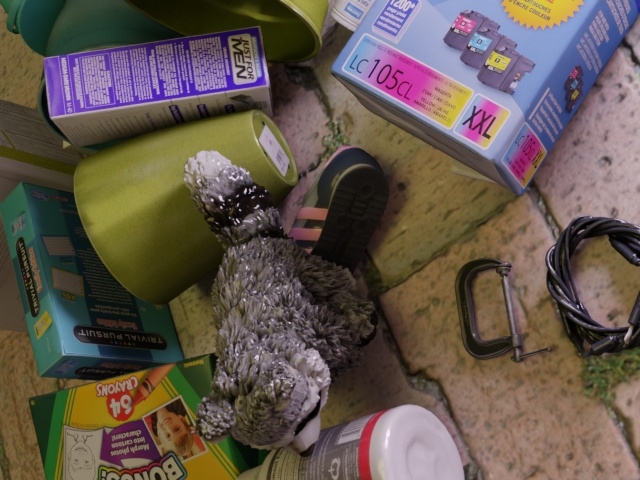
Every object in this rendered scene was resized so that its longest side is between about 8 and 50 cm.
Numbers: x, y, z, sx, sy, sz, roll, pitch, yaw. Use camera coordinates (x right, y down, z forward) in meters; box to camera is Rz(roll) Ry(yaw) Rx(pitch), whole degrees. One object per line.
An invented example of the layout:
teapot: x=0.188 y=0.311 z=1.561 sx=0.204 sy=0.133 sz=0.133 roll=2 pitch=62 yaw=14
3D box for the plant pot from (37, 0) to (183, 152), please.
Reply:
plant pot: x=-0.359 y=-0.336 z=2.060 sx=0.271 sy=0.271 sz=0.255 roll=-35 pitch=48 yaw=33

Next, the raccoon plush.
raccoon plush: x=-0.129 y=0.095 z=1.596 sx=0.446 sy=0.299 sz=0.216 roll=45 pitch=115 yaw=13

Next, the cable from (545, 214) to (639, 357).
cable: x=0.357 y=0.047 z=1.454 sx=0.150 sy=0.047 sz=0.184 roll=-27 pitch=63 yaw=36

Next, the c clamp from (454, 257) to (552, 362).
c clamp: x=0.241 y=0.094 z=1.573 sx=0.137 sy=0.022 sz=0.161 roll=-29 pitch=64 yaw=41

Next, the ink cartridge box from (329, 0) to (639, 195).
ink cartridge box: x=0.238 y=-0.300 z=1.493 sx=0.270 sy=0.151 sz=0.395 roll=33 pitch=88 yaw=26

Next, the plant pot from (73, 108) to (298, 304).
plant pot: x=-0.192 y=-0.082 z=1.869 sx=0.293 sy=0.275 sz=0.275 roll=-28 pitch=63 yaw=17

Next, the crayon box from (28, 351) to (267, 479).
crayon box: x=-0.260 y=0.359 z=1.822 sx=0.363 sy=0.106 sz=0.313 roll=-16 pitch=84 yaw=27

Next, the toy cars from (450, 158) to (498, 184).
toy cars: x=0.219 y=-0.250 z=1.616 sx=0.176 sy=0.087 sz=0.394 roll=-24 pitch=68 yaw=15

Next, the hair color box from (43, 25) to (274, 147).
hair color box: x=-0.249 y=-0.241 z=1.853 sx=0.338 sy=0.185 sz=0.110 roll=-7 pitch=81 yaw=-1

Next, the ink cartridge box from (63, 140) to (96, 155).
ink cartridge box: x=-0.424 y=-0.242 z=2.201 sx=0.090 sy=0.092 sz=0.143 roll=-19 pitch=67 yaw=39

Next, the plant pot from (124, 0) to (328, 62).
plant pot: x=-0.114 y=-0.519 z=1.833 sx=0.366 sy=0.366 sz=0.353 roll=10 pitch=76 yaw=43

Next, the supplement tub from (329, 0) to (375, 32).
supplement tub: x=0.070 y=-0.376 z=1.790 sx=0.071 sy=0.071 sz=0.107 roll=46 pitch=112 yaw=38

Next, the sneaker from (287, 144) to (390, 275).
sneaker: x=0.000 y=0.000 z=1.774 sx=0.319 sy=0.112 sz=0.131 roll=-57 pitch=26 yaw=21

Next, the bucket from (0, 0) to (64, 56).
bucket: x=-0.485 y=-0.489 z=2.196 sx=0.281 sy=0.281 sz=0.183 roll=-48 pitch=57 yaw=25

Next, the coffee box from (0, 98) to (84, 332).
coffee box: x=-0.666 y=-0.068 z=2.218 sx=0.334 sy=0.338 sz=0.338 roll=46 pitch=111 yaw=39

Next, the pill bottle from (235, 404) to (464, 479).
pill bottle: x=0.025 y=0.346 z=1.609 sx=0.318 sy=0.176 sz=0.176 roll=-24 pitch=66 yaw=37

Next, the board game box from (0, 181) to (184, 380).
board game box: x=-0.391 y=0.077 z=1.993 sx=0.079 sy=0.253 sz=0.336 roll=-39 pitch=57 yaw=31
